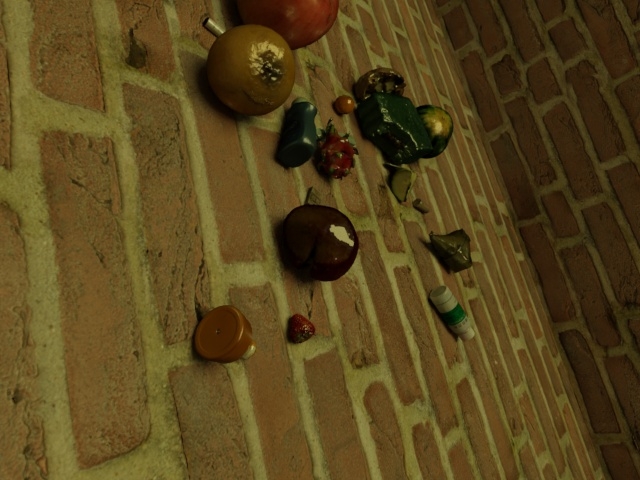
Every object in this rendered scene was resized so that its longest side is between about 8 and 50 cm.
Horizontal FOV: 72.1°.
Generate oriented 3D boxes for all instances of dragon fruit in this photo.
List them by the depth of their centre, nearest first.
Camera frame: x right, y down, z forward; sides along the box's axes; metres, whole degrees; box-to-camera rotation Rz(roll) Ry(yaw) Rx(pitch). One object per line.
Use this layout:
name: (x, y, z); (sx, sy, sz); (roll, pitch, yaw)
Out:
dragon fruit: (0.060, -0.336, 1.607); (0.135, 0.137, 0.235); (13, 79, -62)

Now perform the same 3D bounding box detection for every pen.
pen: (-0.276, -0.650, 1.488); (0.269, 0.033, 0.033); (30, 50, -36)

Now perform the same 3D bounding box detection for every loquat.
loquat: (-0.206, -0.506, 1.317); (0.263, 0.263, 0.262); (26, 53, -39)

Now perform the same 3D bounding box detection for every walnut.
walnut: (0.277, -0.726, 2.047); (0.238, 0.204, 0.141); (5, 53, -48)

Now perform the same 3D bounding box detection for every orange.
orange: (0.101, -0.570, 1.845); (0.084, 0.084, 0.083); (26, 53, -39)

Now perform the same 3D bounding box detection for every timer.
timer: (-0.201, 0.242, 1.046); (0.152, 0.132, 0.131); (52, 35, -49)

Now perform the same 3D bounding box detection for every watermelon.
watermelon: (0.529, -0.541, 2.188); (0.269, 0.269, 0.268); (26, 53, -39)

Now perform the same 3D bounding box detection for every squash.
squash: (0.398, -0.313, 2.028); (0.252, 0.094, 0.169); (-56, 159, -47)

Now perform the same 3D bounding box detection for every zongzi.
zongzi: (0.610, -0.015, 2.111); (0.289, 0.123, 0.260); (44, 38, -19)

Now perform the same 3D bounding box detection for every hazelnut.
hazelnut: (0.000, 0.000, 1.336); (0.251, 0.217, 0.217); (44, 37, 11)

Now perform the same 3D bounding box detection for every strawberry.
strawberry: (-0.055, 0.246, 1.240); (0.074, 0.073, 0.083); (22, 31, -41)

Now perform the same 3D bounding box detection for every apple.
apple: (-0.124, -0.851, 1.542); (0.364, 0.364, 0.363); (26, 53, -39)

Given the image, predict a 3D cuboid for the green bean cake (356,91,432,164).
green bean cake: (0.329, -0.501, 1.995); (0.308, 0.169, 0.299); (-8, 75, -46)

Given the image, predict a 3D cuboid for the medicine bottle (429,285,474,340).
medicine bottle: (0.576, 0.319, 1.908); (0.260, 0.095, 0.095); (54, 39, -15)

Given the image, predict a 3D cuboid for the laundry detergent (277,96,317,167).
laundry detergent: (-0.075, -0.389, 1.500); (0.094, 0.143, 0.289); (25, 48, -30)

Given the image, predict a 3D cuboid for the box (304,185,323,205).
box: (-0.023, -0.141, 1.515); (0.053, 0.024, 0.083); (39, 43, -29)

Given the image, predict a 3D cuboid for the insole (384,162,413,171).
insole: (0.368, -0.338, 2.046); (0.192, 0.063, 0.010); (6, 100, -44)

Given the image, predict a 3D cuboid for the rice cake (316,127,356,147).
rice cake: (0.053, -0.403, 1.729); (0.246, 0.042, 0.045); (-5, 71, -50)

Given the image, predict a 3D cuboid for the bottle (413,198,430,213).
bottle: (0.486, -0.164, 2.101); (0.097, 0.045, 0.045); (26, 52, -40)
